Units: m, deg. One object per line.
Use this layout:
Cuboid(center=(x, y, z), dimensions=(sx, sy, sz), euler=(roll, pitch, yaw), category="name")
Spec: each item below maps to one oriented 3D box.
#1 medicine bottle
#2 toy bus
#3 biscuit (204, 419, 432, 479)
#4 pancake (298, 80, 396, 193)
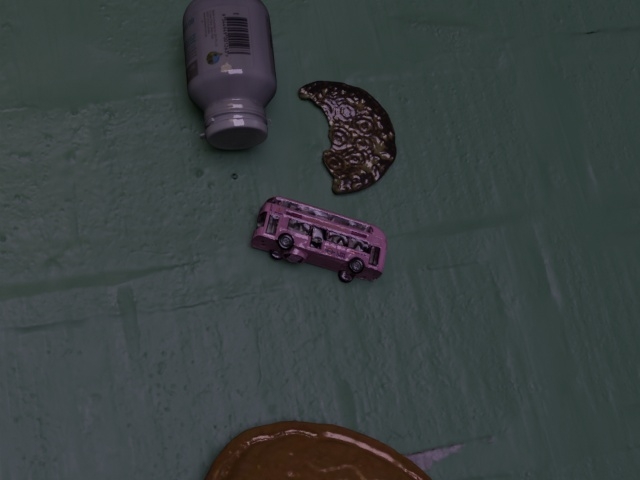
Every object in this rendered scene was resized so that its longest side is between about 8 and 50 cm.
Cuboid(center=(-0.135, -0.252, 1.316), dimensions=(0.135, 0.135, 0.215), euler=(-2, 74, -15), category="medicine bottle")
Cuboid(center=(0.000, 0.000, 1.316), dimensions=(0.203, 0.063, 0.090), euler=(16, 67, -12), category="toy bus")
Cuboid(center=(0.013, 0.413, 1.126), dimensions=(0.385, 0.062, 0.365), euler=(22, 52, 4), category="biscuit")
Cuboid(center=(0.035, -0.165, 1.398), dimensions=(0.184, 0.020, 0.190), euler=(21, 68, -8), category="pancake")
